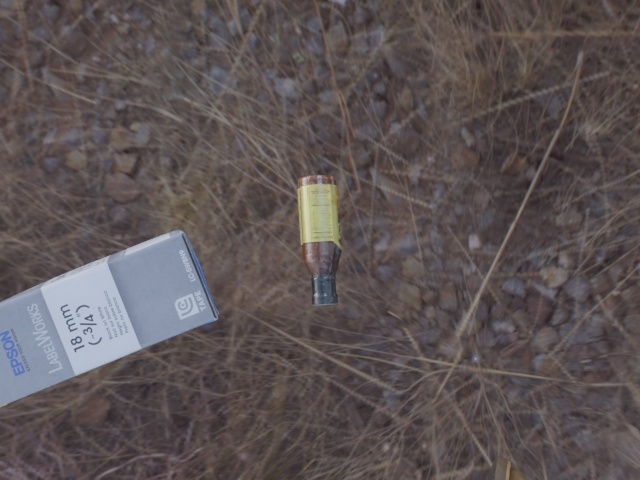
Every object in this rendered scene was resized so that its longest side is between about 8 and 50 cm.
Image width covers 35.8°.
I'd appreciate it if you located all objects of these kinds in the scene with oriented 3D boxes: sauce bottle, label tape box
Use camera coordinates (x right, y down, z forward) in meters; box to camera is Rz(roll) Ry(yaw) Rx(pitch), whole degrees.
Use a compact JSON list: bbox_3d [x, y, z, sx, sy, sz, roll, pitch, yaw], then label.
[{"bbox_3d":[0.000,0.000,0.977,0.042,0.042,0.128,-3,87,9],"label":"sauce bottle"},{"bbox_3d":[-0.290,0.095,1.108,0.333,0.240,0.106,-23,94,-8],"label":"label tape box"}]

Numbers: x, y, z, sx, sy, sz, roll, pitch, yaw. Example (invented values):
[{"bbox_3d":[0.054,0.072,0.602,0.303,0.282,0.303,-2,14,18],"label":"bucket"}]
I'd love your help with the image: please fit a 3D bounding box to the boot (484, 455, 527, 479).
[{"bbox_3d":[0.149,0.285,0.701,0.115,0.305,0.112,11,125,2],"label":"boot"}]
